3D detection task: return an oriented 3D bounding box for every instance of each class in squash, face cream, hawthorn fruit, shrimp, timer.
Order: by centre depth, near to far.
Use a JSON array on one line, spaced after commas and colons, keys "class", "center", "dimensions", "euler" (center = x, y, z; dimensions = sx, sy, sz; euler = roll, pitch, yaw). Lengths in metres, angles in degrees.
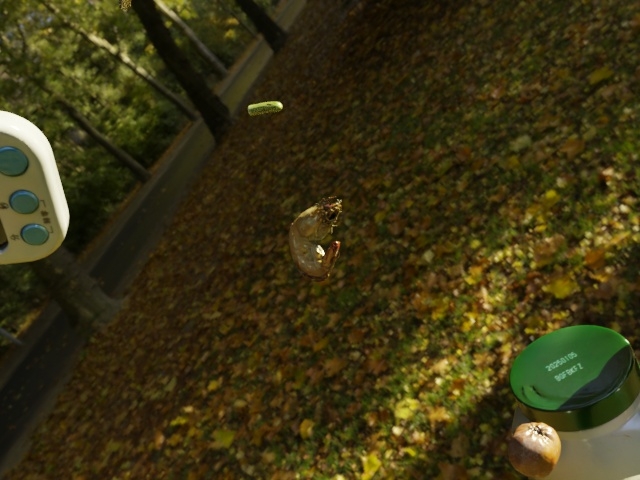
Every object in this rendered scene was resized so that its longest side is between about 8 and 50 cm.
[{"class": "hawthorn fruit", "center": [0.281, 0.292, 0.861], "dimensions": [0.067, 0.067, 0.103], "euler": [-90, 0, -66]}, {"class": "timer", "center": [-0.530, -0.080, 1.012], "dimensions": [0.237, 0.262, 0.087], "euler": [-5, 37, -7]}, {"class": "face cream", "center": [0.497, 0.350, 1.145], "dimensions": [0.312, 0.357, 0.219], "euler": [-16, 26, 34]}, {"class": "shrimp", "center": [-0.004, 0.000, 1.176], "dimensions": [0.236, 0.053, 0.133], "euler": [-43, 54, 57]}, {"class": "squash", "center": [-0.128, -0.312, 1.527], "dimensions": [0.083, 0.027, 0.027], "euler": [-5, 37, 23]}]

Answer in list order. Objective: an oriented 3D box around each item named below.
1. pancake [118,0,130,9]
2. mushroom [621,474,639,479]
[{"class": "pancake", "center": [-0.313, -0.445, 1.030], "dimensions": [0.028, 0.158, 0.158], "euler": [-7, 7, -18]}, {"class": "mushroom", "center": [0.444, 0.377, 0.878], "dimensions": [0.103, 0.118, 0.270], "euler": [-10, -18, -15]}]
